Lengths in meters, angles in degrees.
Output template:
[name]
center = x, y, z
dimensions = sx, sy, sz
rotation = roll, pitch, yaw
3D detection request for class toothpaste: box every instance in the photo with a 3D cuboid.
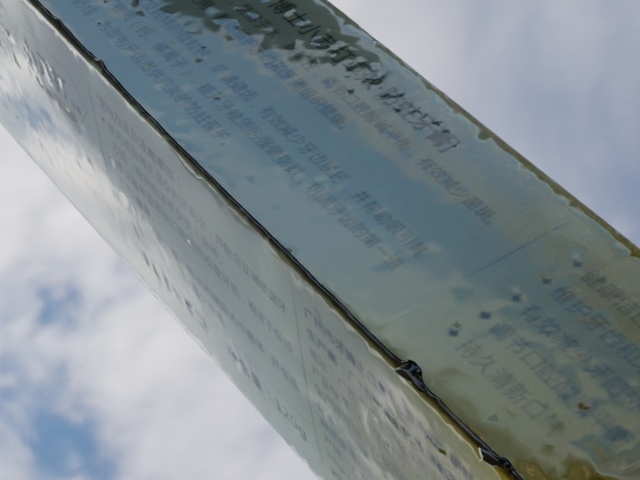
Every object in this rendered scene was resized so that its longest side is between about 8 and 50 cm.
[toothpaste]
center = 0.000, 0.000, 0.448
dimensions = 0.313, 0.071, 0.089
rotation = 43, -26, 40
